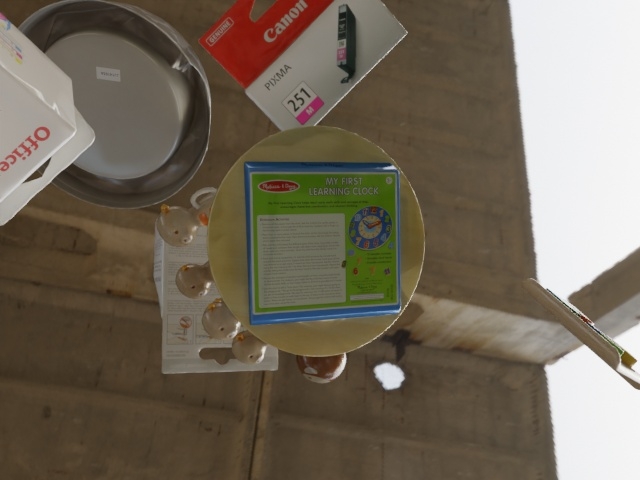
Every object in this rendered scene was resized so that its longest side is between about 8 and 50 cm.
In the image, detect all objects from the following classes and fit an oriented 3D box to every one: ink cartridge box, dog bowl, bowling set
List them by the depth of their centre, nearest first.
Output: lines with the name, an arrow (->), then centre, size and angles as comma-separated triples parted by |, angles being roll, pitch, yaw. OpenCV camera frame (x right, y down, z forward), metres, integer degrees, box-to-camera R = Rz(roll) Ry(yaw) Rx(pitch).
ink cartridge box -> -0.207, -0.082, 0.367 | 0.143, 0.092, 0.090 | 47, -173, -37
bowling set -> -0.074, 0.078, 0.744 | 0.154, 0.287, 0.200 | -24, -124, 2
ink cartridge box -> -0.159, 0.082, 1.034 | 0.188, 0.066, 0.233 | 3, -95, -26
dog bowl -> -0.343, -0.230, 1.116 | 0.348, 0.349, 0.102 | 22, -150, -7
ink cartridge box -> -0.031, -0.347, 1.147 | 0.275, 0.060, 0.239 | -44, -74, 4

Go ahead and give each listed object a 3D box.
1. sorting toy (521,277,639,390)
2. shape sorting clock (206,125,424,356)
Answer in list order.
sorting toy -> 0.425, 0.145, 1.062 | 0.208, 0.038, 0.193 | 33, -169, -48
shape sorting clock -> 0.000, 0.000, 0.603 | 0.206, 0.040, 0.206 | -1, -87, -20
